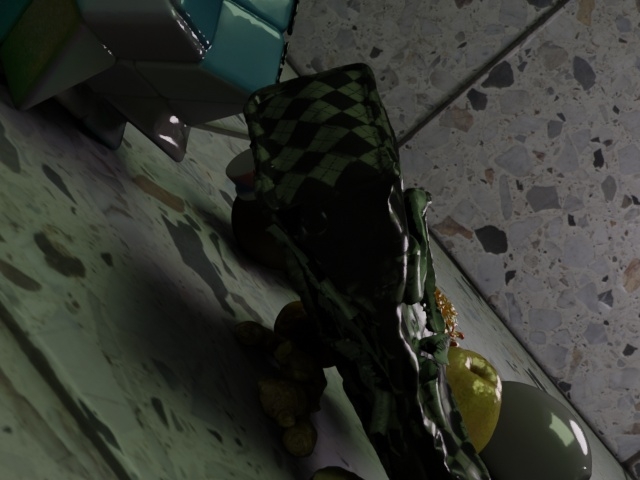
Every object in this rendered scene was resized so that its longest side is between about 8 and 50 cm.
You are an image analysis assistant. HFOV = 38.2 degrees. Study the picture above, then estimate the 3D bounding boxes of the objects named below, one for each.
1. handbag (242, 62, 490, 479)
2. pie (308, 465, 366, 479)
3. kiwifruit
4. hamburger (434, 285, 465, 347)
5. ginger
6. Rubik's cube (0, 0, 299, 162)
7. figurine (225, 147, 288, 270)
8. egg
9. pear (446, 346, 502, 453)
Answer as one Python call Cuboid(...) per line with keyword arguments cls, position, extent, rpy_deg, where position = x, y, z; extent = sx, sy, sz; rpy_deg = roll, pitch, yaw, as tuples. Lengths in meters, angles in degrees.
Cuboid(cls="handbag", position=(0.058, 0.059, 0.963), extent=(0.316, 0.180, 0.416), rpy_deg=(-105, 177, -61))
Cuboid(cls="pie", position=(0.074, 0.310, 0.893), extent=(0.218, 0.052, 0.185), rpy_deg=(41, 6, -16))
Cuboid(cls="kiwifruit", position=(-0.011, 0.120, 1.179), extent=(0.124, 0.075, 0.075), rpy_deg=(31, 22, -46))
Cuboid(cls="hamburger", position=(0.132, 0.117, 1.539), extent=(0.227, 0.151, 0.295), rpy_deg=(48, 15, -5))
Cuboid(cls="ginger", position=(-0.032, 0.159, 1.035), extent=(0.193, 0.052, 0.176), rpy_deg=(54, 18, 27))
Cuboid(cls="Rubik's cube", position=(-0.211, -0.299, 1.077), extent=(0.358, 0.368, 0.387), rpy_deg=(52, 47, -65))
Cuboid(cls="figurine", position=(-0.035, -0.026, 1.341), extent=(0.161, 0.158, 0.275), rpy_deg=(47, 7, 39))
Cuboid(cls="egg", position=(0.353, 0.340, 1.580), extent=(0.232, 0.176, 0.176), rpy_deg=(53, 12, 27))
Cuboid(cls="pear", position=(0.174, 0.231, 1.290), extent=(0.178, 0.178, 0.178), rpy_deg=(47, 12, -13))
